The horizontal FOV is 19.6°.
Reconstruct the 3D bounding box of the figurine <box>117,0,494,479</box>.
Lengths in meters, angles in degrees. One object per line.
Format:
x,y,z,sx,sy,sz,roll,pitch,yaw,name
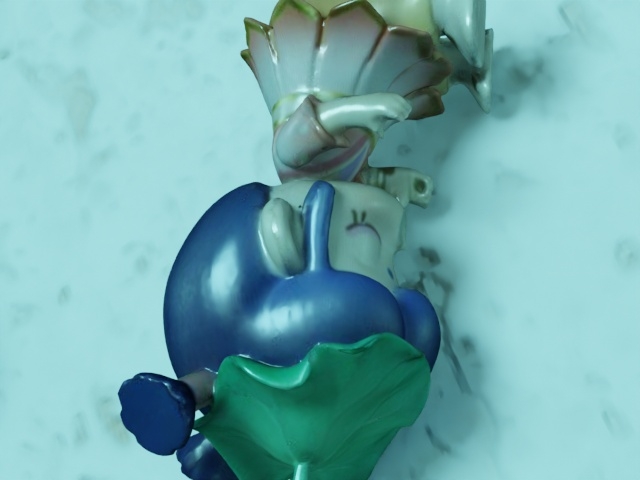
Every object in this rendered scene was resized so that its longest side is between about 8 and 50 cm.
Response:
0.000,0.000,0.657,0.102,0.111,0.195,5,65,16,figurine
